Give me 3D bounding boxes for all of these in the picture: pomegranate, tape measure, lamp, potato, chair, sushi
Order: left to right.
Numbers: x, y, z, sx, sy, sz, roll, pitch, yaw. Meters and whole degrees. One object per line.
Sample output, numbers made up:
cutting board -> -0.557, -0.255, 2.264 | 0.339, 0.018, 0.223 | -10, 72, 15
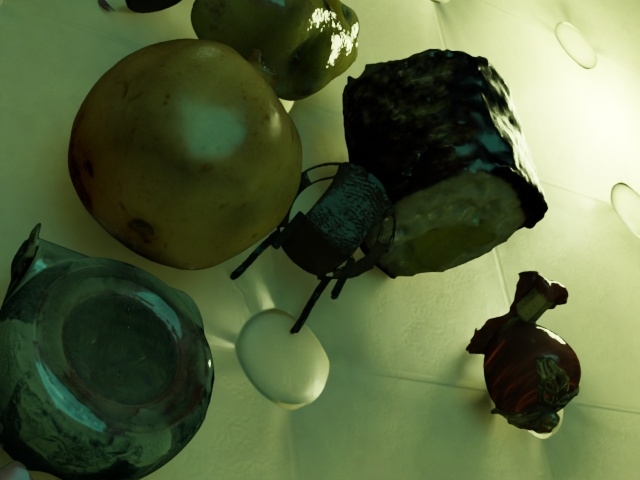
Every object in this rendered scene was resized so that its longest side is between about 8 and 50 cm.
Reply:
tape measure -> -0.253, 0.144, 1.036 | 0.256, 0.147, 0.275 | 23, 45, -28
lamp -> -0.350, -0.507, 1.472 | 0.371, 0.108, 0.130 | 49, 21, 14
pomegranate -> -0.165, -0.124, 1.187 | 0.319, 0.319, 0.319 | 21, 50, -27
potato -> -0.061, -0.333, 1.474 | 0.202, 0.218, 0.351 | 27, 22, 36
chair -> 0.000, 0.000, 1.298 | 0.174, 0.149, 0.213 | 42, 60, -5
sushi -> 0.192, -0.125, 1.460 | 0.299, 0.281, 0.294 | -10, 56, 5
lamp -> 0.328, 0.182, 1.436 | 0.223, 0.215, 0.151 | 52, 30, 18

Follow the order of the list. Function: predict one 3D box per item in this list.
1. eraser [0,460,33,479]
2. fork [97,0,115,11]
eraser -> -0.364, 0.397, 0.775 | 0.359, 0.122, 0.272 | -25, 85, -47
fork -> -0.354, -0.399, 1.427 | 0.016, 0.012, 0.115 | -16, 67, -48
